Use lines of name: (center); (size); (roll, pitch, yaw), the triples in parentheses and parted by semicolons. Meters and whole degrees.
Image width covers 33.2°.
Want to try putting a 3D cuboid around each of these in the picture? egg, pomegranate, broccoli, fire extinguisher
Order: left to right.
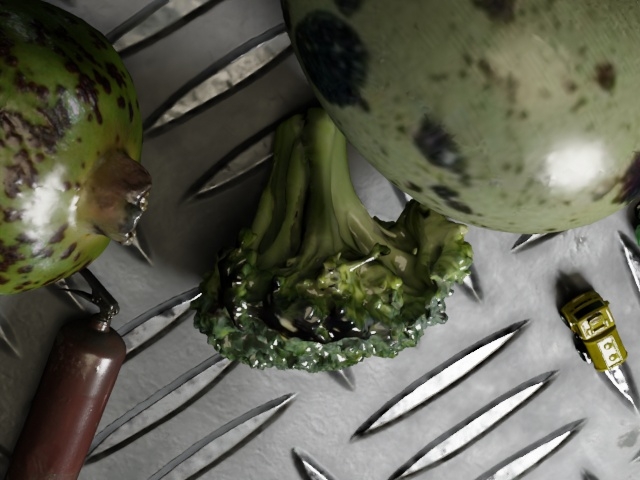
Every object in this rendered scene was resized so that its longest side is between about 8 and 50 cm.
pomegranate: (-0.251, -0.070, 0.876); (0.270, 0.254, 0.254); (27, 106, 13)
fire extinguisher: (-0.257, 0.157, 1.069); (0.089, 0.072, 0.268); (28, 107, 16)
broccoli: (0.000, 0.000, 0.993); (0.263, 0.247, 0.243); (-8, 80, 29)
egg: (0.133, -0.170, 0.902); (0.379, 0.287, 0.288); (31, 102, -8)

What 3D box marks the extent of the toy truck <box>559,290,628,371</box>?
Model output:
toy truck: (0.302, 0.098, 1.181); (0.049, 0.054, 0.083); (-29, 114, 0)

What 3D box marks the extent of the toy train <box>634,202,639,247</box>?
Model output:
toy train: (0.415, -0.024, 1.144); (0.149, 0.081, 0.099); (-39, 116, 4)
